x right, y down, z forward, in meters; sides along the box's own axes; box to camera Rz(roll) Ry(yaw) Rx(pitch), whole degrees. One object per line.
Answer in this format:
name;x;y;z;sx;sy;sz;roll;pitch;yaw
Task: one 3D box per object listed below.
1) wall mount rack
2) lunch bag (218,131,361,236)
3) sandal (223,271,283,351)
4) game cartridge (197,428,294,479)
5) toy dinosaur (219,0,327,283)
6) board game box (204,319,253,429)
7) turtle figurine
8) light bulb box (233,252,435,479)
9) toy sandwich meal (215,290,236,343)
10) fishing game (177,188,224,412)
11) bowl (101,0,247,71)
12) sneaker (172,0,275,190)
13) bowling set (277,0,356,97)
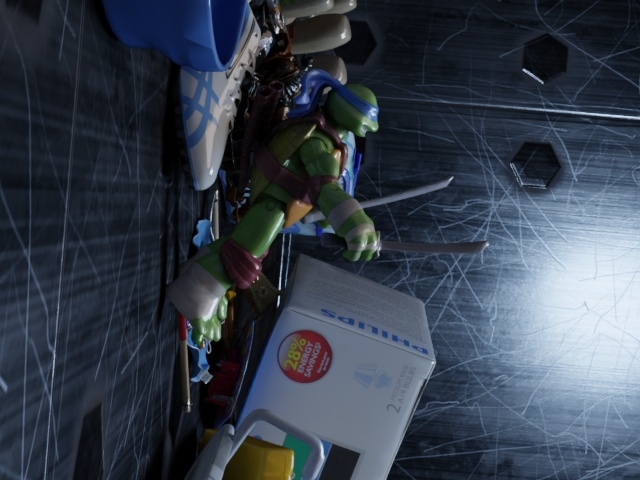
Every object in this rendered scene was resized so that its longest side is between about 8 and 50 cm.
wall mount rack;-0.113;0.333;1.300;0.304;0.130;0.350;-57;-176;12
lunch bag;-0.039;-0.080;1.735;0.219;0.176;0.090;94;1;-68
sandal;-0.094;0.061;1.984;0.088;0.079;0.240;90;5;-76
game cartridge;-0.100;0.389;1.551;0.285;0.053;0.323;173;-77;-71
toy dinosaur;-0.061;-0.122;1.508;0.218;0.164;0.322;-159;-128;-75
board game box;-0.128;0.175;1.748;0.168;0.033;0.133;130;-25;-65
turtle figurine;0.000;0.000;1.286;0.275;0.266;0.198;40;13;-40
light bulb box;0.000;0.248;1.965;0.361;0.225;0.358;-81;-169;-79
toy sandwich meal;-0.126;0.099;1.761;0.085;0.029;0.085;5;90;-89
fishing game;-0.125;0.070;1.502;0.264;0.041;0.189;-82;174;-63
bowl;-0.086;-0.309;0.888;0.391;0.077;0.391;4;90;-89
sneaker;-0.088;-0.158;1.227;0.085;0.086;0.237;97;0;-72
bowling set;-0.053;-0.327;1.786;0.287;0.154;0.200;-81;157;-56
